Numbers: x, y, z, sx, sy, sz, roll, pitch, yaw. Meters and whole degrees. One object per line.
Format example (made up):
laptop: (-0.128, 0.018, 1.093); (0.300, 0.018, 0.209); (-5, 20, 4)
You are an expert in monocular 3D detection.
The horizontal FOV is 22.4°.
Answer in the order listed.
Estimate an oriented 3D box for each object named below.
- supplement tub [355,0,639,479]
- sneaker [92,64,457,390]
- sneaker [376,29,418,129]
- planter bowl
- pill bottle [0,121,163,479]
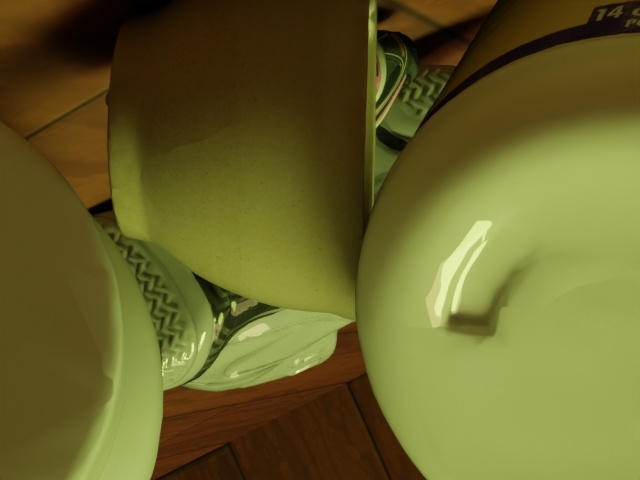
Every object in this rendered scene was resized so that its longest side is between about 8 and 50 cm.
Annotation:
supplement tub: (0.172, -0.033, 0.699); (0.241, 0.241, 0.331); (-32, -165, 35)
sneaker: (0.000, 0.000, 1.039); (0.366, 0.137, 0.210); (-22, 172, 11)
sneaker: (-0.009, -0.057, 0.891); (0.178, 0.072, 0.077); (-32, 170, 41)
planter bowl: (-0.031, -0.048, 0.696); (0.109, 0.162, 0.162); (2, 170, 3)
pill bottle: (-0.184, 0.080, 0.724); (0.224, 0.224, 0.392); (-23, 170, -13)
